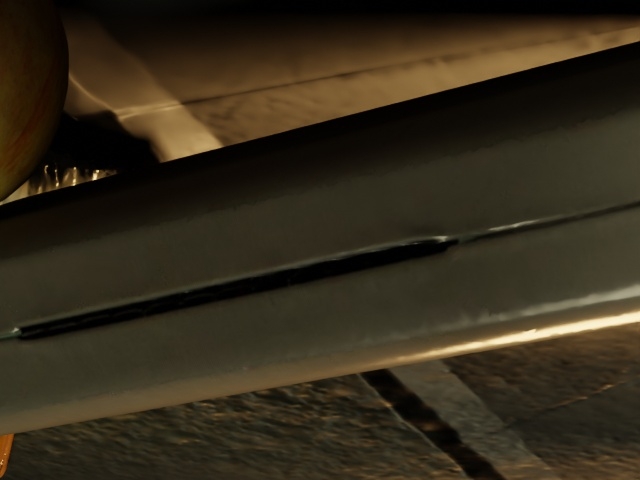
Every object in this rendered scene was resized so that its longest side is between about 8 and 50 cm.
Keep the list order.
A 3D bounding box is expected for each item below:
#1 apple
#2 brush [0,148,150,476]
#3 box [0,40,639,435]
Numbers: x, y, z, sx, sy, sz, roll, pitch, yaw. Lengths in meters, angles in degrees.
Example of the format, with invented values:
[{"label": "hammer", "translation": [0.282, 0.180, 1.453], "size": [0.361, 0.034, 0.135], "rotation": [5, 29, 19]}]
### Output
[{"label": "apple", "translation": [-0.102, -0.041, 0.446], "size": [0.084, 0.071, 0.084], "rotation": [9, 154, 4]}, {"label": "brush", "translation": [-0.121, 0.039, 0.664], "size": [0.090, 0.017, 0.314], "rotation": [15, 153, -10]}, {"label": "box", "translation": [0.000, 0.000, 0.450], "size": [0.244, 0.055, 0.103], "rotation": [-13, -173, 30]}]
